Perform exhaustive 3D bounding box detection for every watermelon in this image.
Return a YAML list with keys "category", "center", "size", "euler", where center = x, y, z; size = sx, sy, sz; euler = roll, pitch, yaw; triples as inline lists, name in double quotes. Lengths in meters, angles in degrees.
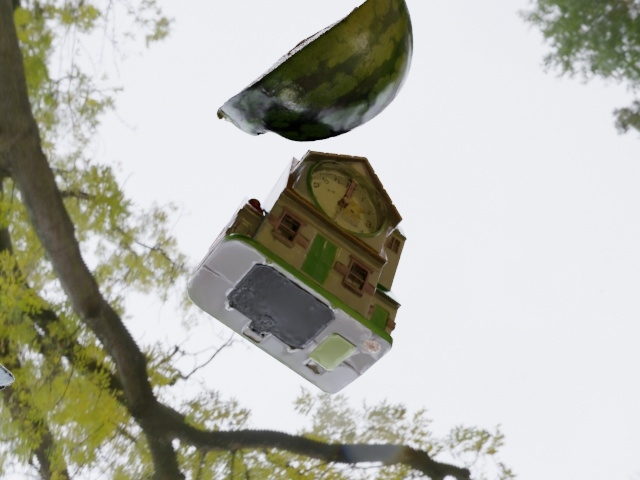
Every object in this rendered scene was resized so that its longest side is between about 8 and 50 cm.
- category: "watermelon"
  center: [0.035, -0.210, 0.947]
  size: [0.303, 0.159, 0.128]
  euler: [-40, -74, -19]

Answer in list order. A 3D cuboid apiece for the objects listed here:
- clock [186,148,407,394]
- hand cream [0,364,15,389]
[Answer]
- category: "clock"
  center: [0.000, 0.000, 0.999]
  size: [0.235, 0.166, 0.309]
  euler: [35, -141, -10]
- category: "hand cream"
  center: [-0.308, 0.078, 0.323]
  size: [0.313, 0.111, 0.070]
  euler: [-18, -128, -6]
